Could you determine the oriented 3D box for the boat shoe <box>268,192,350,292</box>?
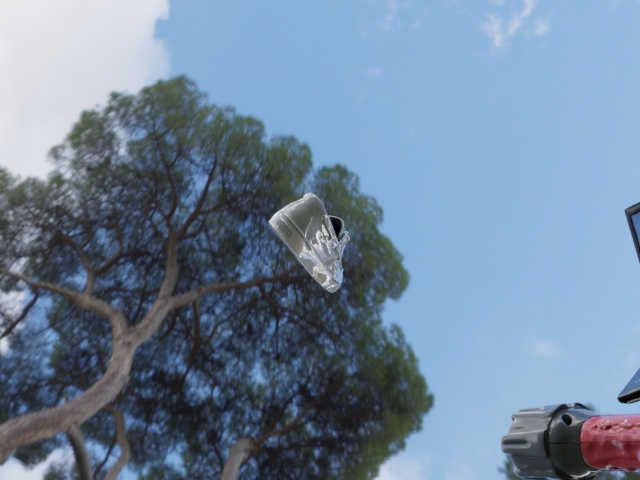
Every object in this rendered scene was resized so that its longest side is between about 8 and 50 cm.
[{"bbox_3d":[0.000,0.000,0.968,0.063,0.184,0.066,-40,-120,-1],"label":"boat shoe"}]

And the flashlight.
[{"bbox_3d":[0.296,0.178,0.805,0.304,0.103,0.103,-16,-67,49],"label":"flashlight"}]

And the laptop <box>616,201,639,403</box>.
[{"bbox_3d":[0.369,0.005,0.802,0.234,0.264,0.136,-32,-96,35],"label":"laptop"}]
